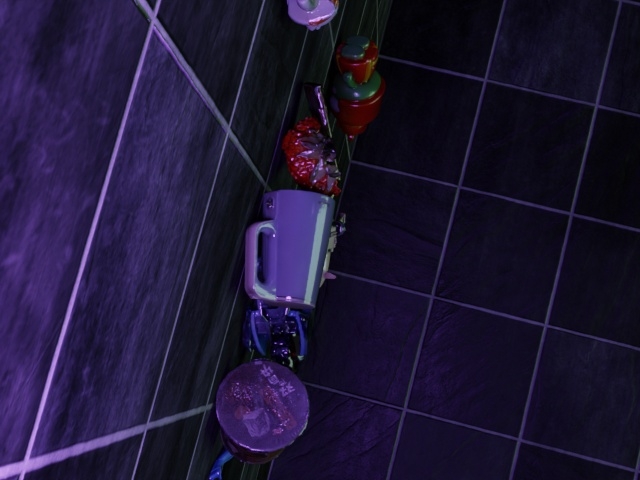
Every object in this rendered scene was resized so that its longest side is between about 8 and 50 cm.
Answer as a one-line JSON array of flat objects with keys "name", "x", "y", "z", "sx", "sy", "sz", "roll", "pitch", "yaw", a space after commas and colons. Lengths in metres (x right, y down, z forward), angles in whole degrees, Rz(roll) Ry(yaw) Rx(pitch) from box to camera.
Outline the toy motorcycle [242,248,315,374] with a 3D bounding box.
[{"name": "toy motorcycle", "x": -0.100, "y": 0.152, "z": 2.191, "sx": 0.416, "sy": 0.172, "sz": 0.232, "roll": 78, "pitch": 14, "yaw": -47}]

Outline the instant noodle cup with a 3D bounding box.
[{"name": "instant noodle cup", "x": -0.144, "y": 0.414, "z": 2.105, "sx": 0.207, "sy": 0.217, "sz": 0.217, "roll": 107, "pitch": 0, "yaw": -60}]

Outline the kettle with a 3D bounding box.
[{"name": "kettle", "x": -0.074, "y": 0.018, "z": 1.929, "sx": 0.210, "sy": 0.160, "sz": 0.243, "roll": 20, "pitch": 71, "yaw": -47}]

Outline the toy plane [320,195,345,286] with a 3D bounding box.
[{"name": "toy plane", "x": 0.000, "y": 0.000, "z": 2.154, "sx": 0.229, "sy": 0.092, "sz": 0.244, "roll": -14, "pitch": 106, "yaw": -57}]

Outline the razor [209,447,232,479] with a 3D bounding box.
[{"name": "razor", "x": -0.242, "y": 0.558, "z": 2.271, "sx": 0.082, "sy": 0.042, "sz": 0.253, "roll": -34, "pitch": -173, "yaw": 15}]

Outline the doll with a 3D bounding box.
[{"name": "doll", "x": 0.109, "y": -0.437, "z": 2.693, "sx": 0.363, "sy": 0.160, "sz": 0.183, "roll": 98, "pitch": 6, "yaw": -49}]

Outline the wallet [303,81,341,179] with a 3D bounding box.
[{"name": "wallet", "x": 0.009, "y": -0.261, "z": 2.121, "sx": 0.122, "sy": 0.031, "sz": 0.232, "roll": -127, "pitch": -158, "yaw": -73}]

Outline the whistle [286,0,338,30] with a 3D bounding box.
[{"name": "whistle", "x": -0.015, "y": -0.458, "z": 1.699, "sx": 0.102, "sy": 0.106, "sz": 0.253, "roll": 62, "pitch": 12, "yaw": -4}]

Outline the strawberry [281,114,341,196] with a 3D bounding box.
[{"name": "strawberry", "x": -0.032, "y": -0.185, "z": 2.057, "sx": 0.286, "sy": 0.106, "sz": 0.188, "roll": -156, "pitch": -128, "yaw": -80}]
